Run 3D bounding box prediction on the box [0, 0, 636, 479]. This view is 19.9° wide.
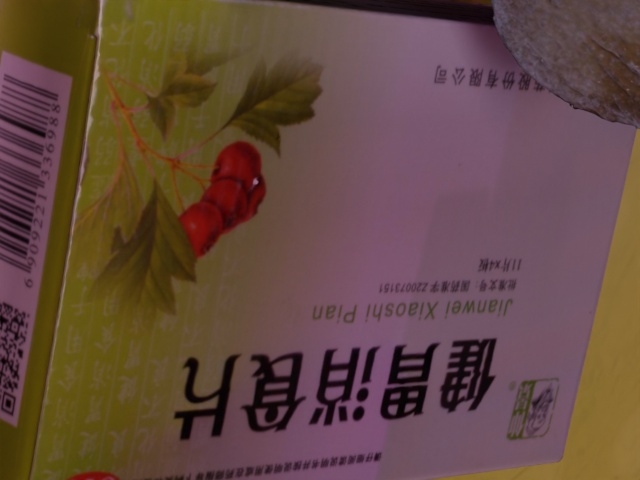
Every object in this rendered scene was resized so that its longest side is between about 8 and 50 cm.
[{"bbox_3d":[0.000,-0.001,0.648,0.260,0.062,0.175,-1,107,-42],"label":"box"}]

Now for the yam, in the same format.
[{"bbox_3d":[0.112,-0.121,0.638,0.183,0.107,0.107,-75,151,-50],"label":"yam"}]
